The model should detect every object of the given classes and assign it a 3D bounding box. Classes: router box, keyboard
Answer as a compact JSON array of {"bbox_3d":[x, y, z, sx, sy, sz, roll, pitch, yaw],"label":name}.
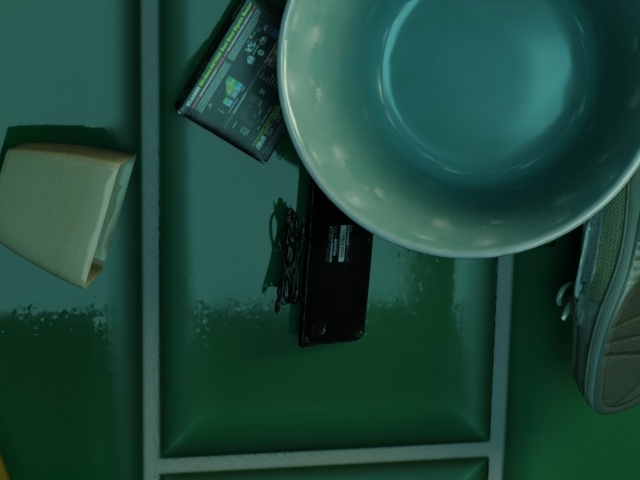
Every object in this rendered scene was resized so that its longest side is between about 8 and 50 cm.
[{"bbox_3d":[-0.058,-0.142,1.273,0.092,0.038,0.122,31,94,-17],"label":"router box"},{"bbox_3d":[0.000,0.000,1.326,0.100,0.038,0.192,-3,102,-35],"label":"keyboard"}]

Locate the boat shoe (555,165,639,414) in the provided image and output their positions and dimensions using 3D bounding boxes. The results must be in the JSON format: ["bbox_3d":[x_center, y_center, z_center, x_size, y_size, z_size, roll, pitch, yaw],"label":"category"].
[{"bbox_3d":[0.279,0.001,1.303,0.118,0.103,0.320,-8,115,-28],"label":"boat shoe"}]

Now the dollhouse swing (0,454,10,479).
[{"bbox_3d":[-0.396,0.367,1.176,0.346,0.305,0.315,-18,105,-6],"label":"dollhouse swing"}]

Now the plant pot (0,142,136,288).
[{"bbox_3d":[-0.222,-0.031,1.234,0.096,0.109,0.109,16,98,-2],"label":"plant pot"}]

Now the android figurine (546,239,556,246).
[{"bbox_3d":[0.287,-0.110,1.343,0.248,0.056,0.273,22,98,-15],"label":"android figurine"}]

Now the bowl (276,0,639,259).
[{"bbox_3d":[0.129,-0.145,1.219,0.311,0.163,0.312,1,94,9],"label":"bowl"}]
